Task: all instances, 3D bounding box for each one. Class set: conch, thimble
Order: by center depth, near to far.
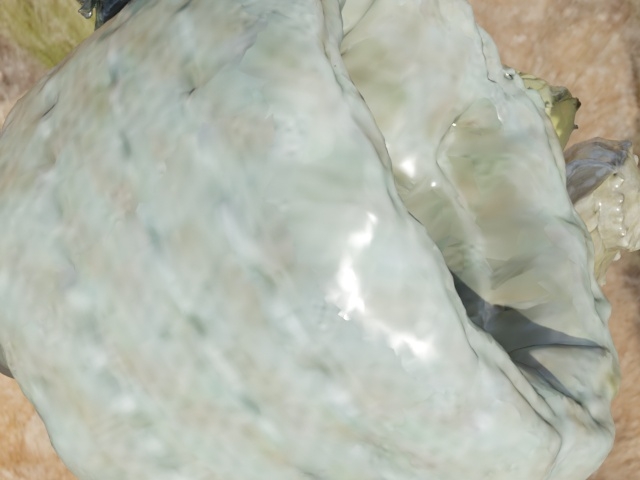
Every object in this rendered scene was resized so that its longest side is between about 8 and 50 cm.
[{"bbox_3d":[0.000,0.000,0.550,0.195,0.291,0.292,-27,67,26],"label":"thimble"},{"bbox_3d":[0.252,-0.015,1.343,0.324,0.263,0.186,-19,75,23],"label":"conch"}]

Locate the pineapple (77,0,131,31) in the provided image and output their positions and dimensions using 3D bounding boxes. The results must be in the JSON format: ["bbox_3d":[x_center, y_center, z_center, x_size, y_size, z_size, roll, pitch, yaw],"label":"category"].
[{"bbox_3d":[-0.304,-0.389,1.537,0.128,0.128,0.248,-13,57,-15],"label":"pineapple"}]

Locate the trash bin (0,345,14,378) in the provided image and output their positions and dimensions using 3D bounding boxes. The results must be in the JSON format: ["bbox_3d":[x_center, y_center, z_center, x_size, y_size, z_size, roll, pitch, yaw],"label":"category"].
[{"bbox_3d":[-0.300,0.020,1.389,0.219,0.219,0.250,-8,41,-3],"label":"trash bin"}]

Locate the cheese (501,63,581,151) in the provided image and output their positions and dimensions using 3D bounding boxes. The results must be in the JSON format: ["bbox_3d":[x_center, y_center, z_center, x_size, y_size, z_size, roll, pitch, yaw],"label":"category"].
[{"bbox_3d":[0.148,-0.118,1.095,0.167,0.094,0.123,26,82,28],"label":"cheese"}]
